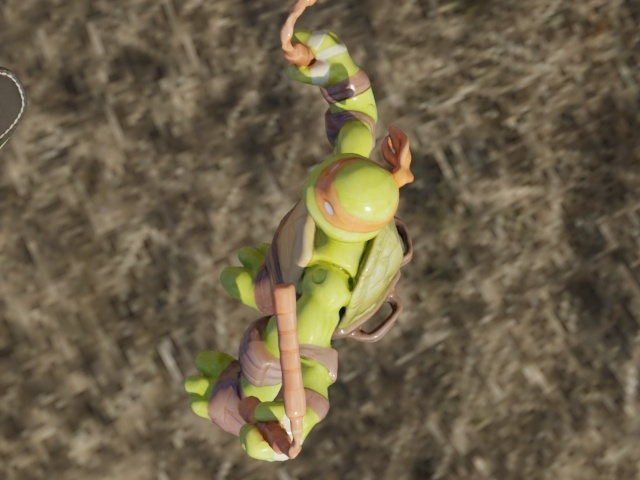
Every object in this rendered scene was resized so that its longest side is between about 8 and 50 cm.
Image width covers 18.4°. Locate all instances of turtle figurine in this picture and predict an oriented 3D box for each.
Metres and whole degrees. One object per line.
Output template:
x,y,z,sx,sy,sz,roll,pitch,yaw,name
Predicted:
0.000,0.000,0.954,0.217,0.087,0.270,122,155,-62,turtle figurine

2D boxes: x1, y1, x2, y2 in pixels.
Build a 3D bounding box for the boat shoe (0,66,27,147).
-0.187,-0.037,0.895,0.049,0.152,0.056,-1,119,49,boat shoe
